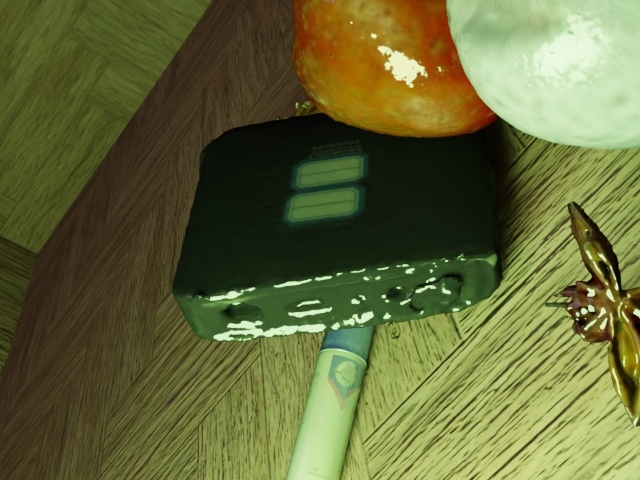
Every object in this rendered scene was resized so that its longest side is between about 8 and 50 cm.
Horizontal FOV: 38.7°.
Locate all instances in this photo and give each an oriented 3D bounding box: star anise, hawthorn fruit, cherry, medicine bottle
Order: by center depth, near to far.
[{"bbox_3d":[0.260,-0.225,0.735,0.326,0.291,0.335,-47,35,-14],"label":"cherry"},{"bbox_3d":[0.248,0.054,0.736,0.140,0.144,0.158,26,93,22],"label":"star anise"},{"bbox_3d":[0.136,-0.241,0.993,0.287,0.330,0.287,19,-90,-76],"label":"hawthorn fruit"},{"bbox_3d":[0.013,0.182,1.037,0.059,0.059,0.231,-29,38,50],"label":"medicine bottle"}]

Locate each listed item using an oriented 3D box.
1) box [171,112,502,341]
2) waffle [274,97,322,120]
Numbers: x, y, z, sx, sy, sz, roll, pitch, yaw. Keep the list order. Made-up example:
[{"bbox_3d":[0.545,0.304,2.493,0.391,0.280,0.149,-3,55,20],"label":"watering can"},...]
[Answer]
[{"bbox_3d":[0.021,-0.041,1.036,0.359,0.091,0.350,-8,38,8],"label":"box"},{"bbox_3d":[-0.050,-0.122,1.519,0.325,0.068,0.302,-47,26,23],"label":"waffle"}]
